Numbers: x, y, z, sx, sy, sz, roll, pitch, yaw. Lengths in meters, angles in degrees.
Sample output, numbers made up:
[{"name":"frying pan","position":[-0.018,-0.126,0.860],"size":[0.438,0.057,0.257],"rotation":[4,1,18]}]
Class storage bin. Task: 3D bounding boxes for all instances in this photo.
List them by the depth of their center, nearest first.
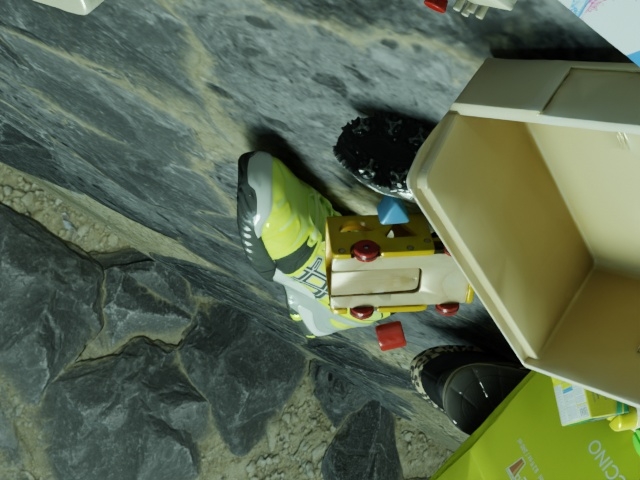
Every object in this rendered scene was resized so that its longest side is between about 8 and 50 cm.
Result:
[{"name":"storage bin","position":[0.231,0.010,0.565],"size":[0.262,0.123,0.260],"rotation":[17,154,48]}]

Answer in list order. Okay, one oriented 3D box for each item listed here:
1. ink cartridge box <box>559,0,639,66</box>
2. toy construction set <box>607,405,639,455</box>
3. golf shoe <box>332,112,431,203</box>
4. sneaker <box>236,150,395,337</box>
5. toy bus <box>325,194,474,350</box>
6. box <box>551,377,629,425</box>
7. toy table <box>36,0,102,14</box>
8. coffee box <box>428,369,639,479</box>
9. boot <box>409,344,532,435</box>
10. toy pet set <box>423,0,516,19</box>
[{"name":"ink cartridge box","position":[0.142,-0.140,0.361],"size":[0.122,0.088,0.052],"rotation":[32,165,-14]},{"name":"toy construction set","position":[0.381,0.177,0.690],"size":[0.327,0.151,0.215],"rotation":[49,145,47]},{"name":"golf shoe","position":[0.103,-0.053,0.759],"size":[0.198,0.077,0.094],"rotation":[22,165,26]},{"name":"sneaker","position":[0.000,0.000,1.090],"size":[0.147,0.145,0.384],"rotation":[-10,150,15]},{"name":"toy bus","position":[0.098,0.018,0.950],"size":[0.202,0.191,0.104],"rotation":[38,-154,-30]},{"name":"box","position":[0.260,0.095,0.854],"size":[0.043,0.179,0.105],"rotation":[-9,164,-3]},{"name":"toy table","position":[-0.249,-0.235,0.509],"size":[0.274,0.252,0.161],"rotation":[34,154,32]},{"name":"coffee box","position":[0.353,0.384,0.976],"size":[0.334,0.338,0.337],"rotation":[31,-162,-24]},{"name":"boot","position":[0.329,0.257,1.281],"size":[0.377,0.138,0.284],"rotation":[14,178,-10]},{"name":"toy pet set","position":[0.067,-0.174,0.452],"size":[0.122,0.065,0.114],"rotation":[20,-170,-35]}]
